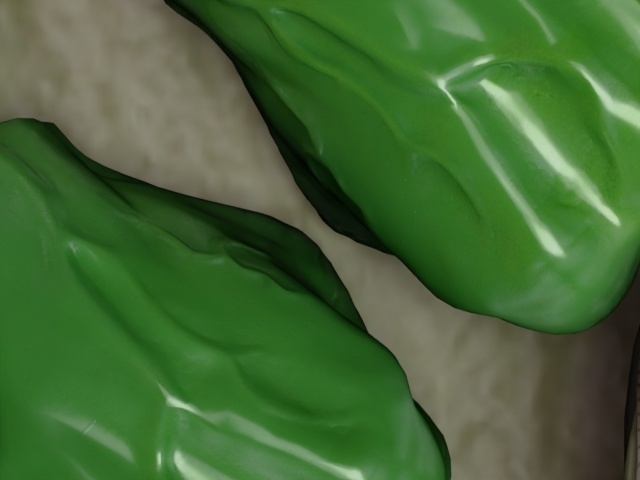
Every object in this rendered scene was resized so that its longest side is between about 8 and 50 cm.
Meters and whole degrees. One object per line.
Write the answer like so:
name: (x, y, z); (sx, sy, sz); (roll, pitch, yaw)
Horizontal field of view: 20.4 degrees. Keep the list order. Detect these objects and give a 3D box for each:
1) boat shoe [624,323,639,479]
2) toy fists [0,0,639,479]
boat shoe: (0.148, 0.157, 0.402); (0.132, 0.130, 0.355); (-19, 93, -1)
toy fists: (0.000, 0.000, 0.432); (0.142, 0.096, 0.279); (41, 90, 14)
